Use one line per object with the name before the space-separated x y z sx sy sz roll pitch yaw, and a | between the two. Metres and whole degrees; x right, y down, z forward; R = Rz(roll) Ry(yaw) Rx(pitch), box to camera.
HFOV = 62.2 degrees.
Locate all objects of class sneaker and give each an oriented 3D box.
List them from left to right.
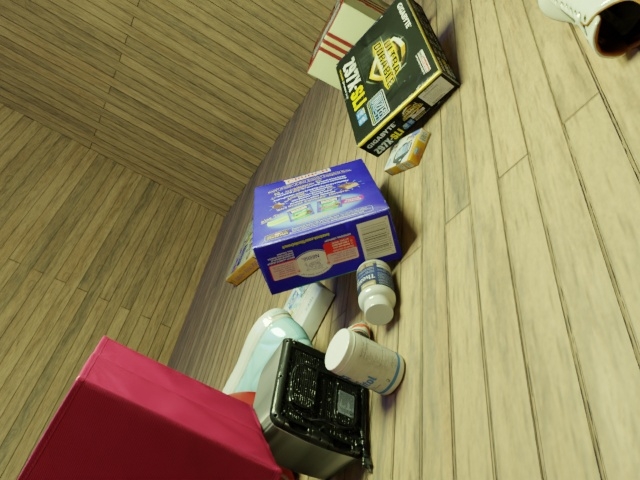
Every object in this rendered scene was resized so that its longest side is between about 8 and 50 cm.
sneaker | -0.117 0.336 1.124 0.150 0.135 0.366 34 114 44
sneaker | 0.042 0.215 0.976 0.161 0.057 0.075 -57 1 22
sneaker | 0.366 -0.311 0.709 0.123 0.105 0.290 -57 19 9

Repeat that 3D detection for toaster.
toaster | -0.014 0.274 0.843 0.110 0.167 0.186 -54 17 35

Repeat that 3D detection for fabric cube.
fabric cube | -0.240 0.311 0.684 0.254 0.258 0.259 -61 14 -8

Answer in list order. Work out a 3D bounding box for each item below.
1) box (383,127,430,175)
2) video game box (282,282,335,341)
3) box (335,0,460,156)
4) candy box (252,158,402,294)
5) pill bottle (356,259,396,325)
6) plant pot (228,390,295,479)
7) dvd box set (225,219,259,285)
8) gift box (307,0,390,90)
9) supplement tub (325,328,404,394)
box | 0.190 -0.197 1.198 0.136 0.028 0.081 -11 54 67
video game box | -0.052 0.190 1.284 0.205 0.048 0.187 -62 20 1
box | 0.168 -0.397 1.271 0.257 0.079 0.322 -41 44 35
candy box | 0.001 -0.044 1.117 0.267 0.122 0.317 -16 27 2
pill bottle | 0.099 0.093 0.948 0.067 0.067 0.120 -53 19 28
plant pot | -0.136 0.403 0.970 0.191 0.191 0.174 -58 24 15
dvd box set | -0.245 -0.012 2.147 0.420 0.062 0.308 -37 30 56
gift box | 0.139 -0.561 1.505 0.276 0.258 0.255 -52 19 42
supplement tub | 0.069 0.189 0.820 0.071 0.107 0.071 -54 19 28
